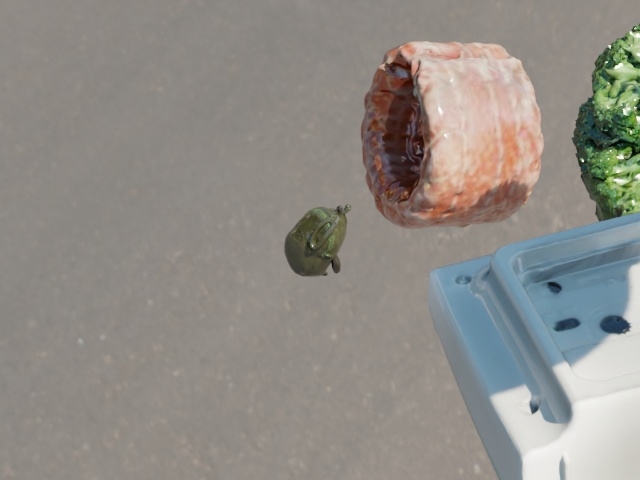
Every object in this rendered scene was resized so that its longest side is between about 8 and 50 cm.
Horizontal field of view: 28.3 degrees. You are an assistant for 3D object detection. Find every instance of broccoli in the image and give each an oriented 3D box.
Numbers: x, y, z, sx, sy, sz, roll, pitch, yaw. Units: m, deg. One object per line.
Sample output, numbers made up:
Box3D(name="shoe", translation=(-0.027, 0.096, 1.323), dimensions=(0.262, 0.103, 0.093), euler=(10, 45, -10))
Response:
Box3D(name="broccoli", translation=(0.358, -0.096, 1.106), dimensions=(0.269, 0.270, 0.270), euler=(2, 70, -6))

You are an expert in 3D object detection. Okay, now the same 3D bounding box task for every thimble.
Box3D(name="thimble", translation=(0.153, -0.126, 1.537), dimensions=(0.162, 0.239, 0.239), euler=(-4, 42, -20))

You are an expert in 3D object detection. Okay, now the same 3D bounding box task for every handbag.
Box3D(name="handbag", translation=(0.000, 0.000, 1.390), dimensions=(0.047, 0.111, 0.072), euler=(-15, 65, -34))

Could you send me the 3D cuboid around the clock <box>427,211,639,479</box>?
Box3D(name="clock", translation=(0.226, 0.060, 0.883), dimensions=(0.262, 0.116, 0.231), euler=(-13, 38, -5))
